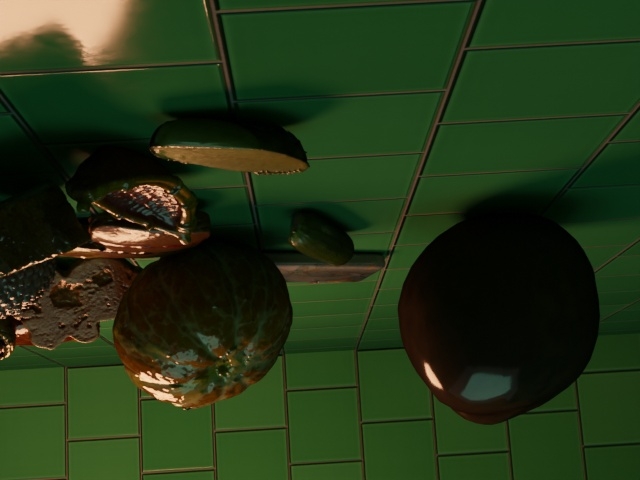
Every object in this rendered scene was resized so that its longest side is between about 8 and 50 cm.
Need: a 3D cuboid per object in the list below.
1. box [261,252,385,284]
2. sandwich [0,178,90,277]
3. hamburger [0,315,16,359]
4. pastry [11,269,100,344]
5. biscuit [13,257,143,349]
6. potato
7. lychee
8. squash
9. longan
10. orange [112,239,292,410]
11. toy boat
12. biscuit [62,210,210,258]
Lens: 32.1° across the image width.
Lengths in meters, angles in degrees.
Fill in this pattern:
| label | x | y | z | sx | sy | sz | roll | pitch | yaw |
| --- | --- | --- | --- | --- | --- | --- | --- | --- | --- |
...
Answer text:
| label | x | y | z | sx | sy | sz | roll | pitch | yaw |
| --- | --- | --- | --- | --- | --- | --- | --- | --- | --- |
| box | -0.023 | 0.054 | 2.205 | 0.285 | 0.044 | 0.142 | 1 | 163 | -22 |
| sandwich | -0.382 | -0.019 | 1.478 | 0.288 | 0.099 | 0.254 | -21 | -174 | 32 |
| hamburger | -0.620 | 0.120 | 2.005 | 0.130 | 0.206 | 0.183 | -31 | -171 | -39 |
| pastry | -0.580 | 0.140 | 2.221 | 0.330 | 0.136 | 0.329 | -5 | 168 | -1 |
| biscuit | -0.442 | 0.102 | 2.047 | 0.249 | 0.035 | 0.184 | -29 | 121 | 2 |
| potato | -0.108 | -0.120 | 1.347 | 0.198 | 0.054 | 0.119 | 4 | 171 | -12 |
| lychee | -0.501 | 0.038 | 1.696 | 0.197 | 0.165 | 0.165 | -5 | 168 | -10 |
| squash | 0.000 | 0.000 | 1.897 | 0.069 | 0.069 | 0.239 | -8 | 167 | 19 |
| longan | 0.305 | 0.134 | 1.919 | 0.336 | 0.404 | 0.404 | 22 | 178 | 22 |
| orange | -0.209 | 0.142 | 1.989 | 0.329 | 0.249 | 0.329 | -26 | 142 | -22 |
| toy boat | -0.249 | -0.060 | 1.485 | 0.141 | 0.099 | 0.318 | -6 | 170 | 16 |
| biscuit | -0.322 | -0.004 | 1.777 | 0.262 | 0.052 | 0.277 | 1 | 171 | -23 |
